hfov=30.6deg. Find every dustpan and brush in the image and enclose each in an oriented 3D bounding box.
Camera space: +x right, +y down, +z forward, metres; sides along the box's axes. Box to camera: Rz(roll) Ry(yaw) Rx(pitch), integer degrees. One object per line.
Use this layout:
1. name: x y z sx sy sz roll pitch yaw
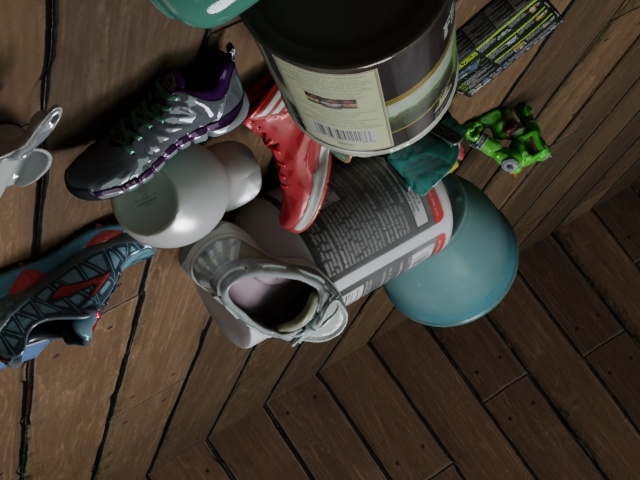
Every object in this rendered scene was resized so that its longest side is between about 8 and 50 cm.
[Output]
1. dustpan and brush: -0.301 -0.078 1.108 0.147 0.060 0.211 -20 159 -46

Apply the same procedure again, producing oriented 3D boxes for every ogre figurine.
1. ogre figurine: 0.349 -0.184 2.131 0.097 0.118 0.197 -41 164 23

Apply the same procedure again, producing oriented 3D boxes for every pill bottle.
1. pill bottle: 0.000 0.000 1.745 0.362 0.210 0.210 -29 164 -22

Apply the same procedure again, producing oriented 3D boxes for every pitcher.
1. pitcher: -0.183 -0.051 1.383 0.177 0.126 0.207 -24 -179 20

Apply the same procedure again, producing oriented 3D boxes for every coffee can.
1. coffee can: 0.034 -0.216 1.147 0.201 0.202 0.275 -35 166 -1

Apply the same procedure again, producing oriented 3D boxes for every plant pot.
1. plant pot: 0.203 -0.012 2.119 0.271 0.272 0.255 -36 150 3

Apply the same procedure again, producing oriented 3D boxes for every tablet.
1. tablet: -0.434 0.165 1.697 0.083 0.006 0.054 -17 157 -52

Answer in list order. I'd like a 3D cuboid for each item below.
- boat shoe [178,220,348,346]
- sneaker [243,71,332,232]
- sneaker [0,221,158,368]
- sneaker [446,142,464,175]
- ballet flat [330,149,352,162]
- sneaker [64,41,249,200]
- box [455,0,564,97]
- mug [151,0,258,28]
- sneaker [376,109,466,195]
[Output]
1. boat shoe: -0.057 0.077 1.529 0.118 0.103 0.320 -44 142 6
2. sneaker: -0.051 -0.116 1.427 0.128 0.087 0.221 7 115 -20
3. sneaker: -0.305 0.074 1.456 0.261 0.125 0.104 -29 165 -24
4. sneaker: 0.127 -0.124 1.933 0.225 0.088 0.093 -35 145 -3
5. ballet flat: 0.093 -0.164 1.715 0.206 0.067 0.073 -28 163 -28
6. sneaker: -0.180 -0.132 1.231 0.223 0.083 0.098 -34 146 -22
7. box: 0.257 -0.294 1.722 0.190 0.045 0.184 -39 163 18
8. mug: -0.109 -0.244 0.922 0.097 0.158 0.129 -35 -170 11
9. sneaker: 0.093 -0.142 1.560 0.295 0.178 0.124 -15 155 -51
